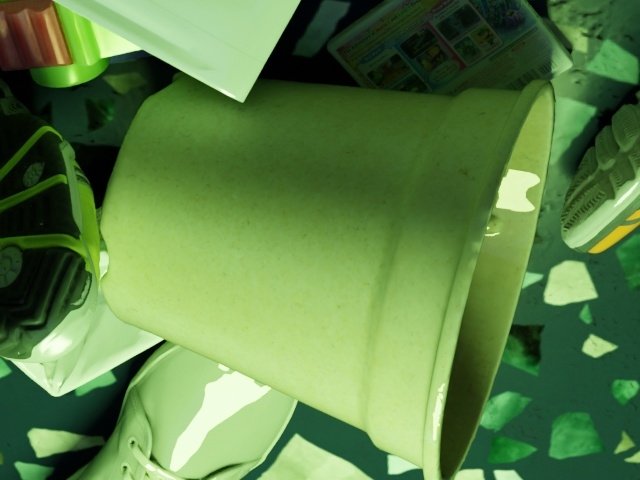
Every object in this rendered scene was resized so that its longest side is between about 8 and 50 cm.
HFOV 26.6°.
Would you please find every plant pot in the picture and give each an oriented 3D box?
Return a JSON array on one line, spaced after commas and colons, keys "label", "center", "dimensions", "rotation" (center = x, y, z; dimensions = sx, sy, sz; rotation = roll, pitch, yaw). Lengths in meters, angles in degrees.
[{"label": "plant pot", "center": [0.000, 0.000, 1.105], "dimensions": [0.305, 0.334, 0.334], "rotation": [15, 127, 14]}]

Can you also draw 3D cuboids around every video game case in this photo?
[{"label": "video game case", "center": [0.110, -0.160, 1.150], "dimensions": [0.157, 0.019, 0.143], "rotation": [-33, 117, 26]}]

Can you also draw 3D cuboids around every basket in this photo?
[{"label": "basket", "center": [-0.219, 0.051, 1.279], "dimensions": [0.167, 0.103, 0.113], "rotation": [-28, 119, 24]}]

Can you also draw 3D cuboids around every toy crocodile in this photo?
[{"label": "toy crocodile", "center": [-0.275, -0.175, 1.061], "dimensions": [0.340, 0.105, 0.115], "rotation": [2, 127, 11]}]

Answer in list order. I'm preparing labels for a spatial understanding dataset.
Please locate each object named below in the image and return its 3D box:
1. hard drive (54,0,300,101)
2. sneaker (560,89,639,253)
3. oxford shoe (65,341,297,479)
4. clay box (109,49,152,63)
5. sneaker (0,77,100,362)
[{"label": "hard drive", "center": [-0.071, -0.308, 0.957], "dimensions": [0.233, 0.047, 0.353], "rotation": [28, 100, -15]}, {"label": "sneaker", "center": [0.356, -0.074, 1.126], "dimensions": [0.180, 0.124, 0.321], "rotation": [32, 122, -16]}, {"label": "oxford shoe", "center": [-0.164, 0.245, 1.402], "dimensions": [0.169, 0.130, 0.449], "rotation": [33, 121, -16]}, {"label": "clay box", "center": [-0.189, -0.251, 1.088], "dimensions": [0.127, 0.053, 0.222], "rotation": [-9, 125, 13]}, {"label": "sneaker", "center": [-0.231, -0.022, 1.085], "dimensions": [0.145, 0.385, 0.147], "rotation": [-42, 127, 5]}]
